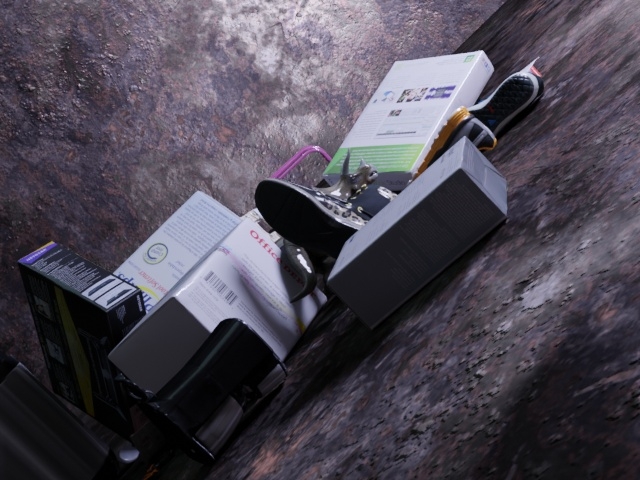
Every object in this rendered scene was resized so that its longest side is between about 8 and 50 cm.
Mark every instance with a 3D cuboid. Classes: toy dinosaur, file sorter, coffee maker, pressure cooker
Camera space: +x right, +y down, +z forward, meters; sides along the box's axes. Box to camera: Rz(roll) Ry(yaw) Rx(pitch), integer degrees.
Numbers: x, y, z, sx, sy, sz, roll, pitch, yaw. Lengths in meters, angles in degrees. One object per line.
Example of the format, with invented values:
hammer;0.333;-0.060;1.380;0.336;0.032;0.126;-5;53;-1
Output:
toy dinosaur;0.000;0.000;1.849;0.313;0.160;0.121;-47;7;-35
file sorter;-0.026;-0.104;2.574;0.202;0.182;0.290;-43;6;2
coffee maker;-0.155;0.192;1.533;0.120;0.171;0.178;12;53;47
pressure cooker;-0.627;0.397;2.012;0.370;0.420;0.375;-38;9;37

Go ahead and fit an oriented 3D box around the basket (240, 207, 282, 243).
basket;-0.152;0.033;2.444;0.103;0.113;0.167;-29;-34;-40

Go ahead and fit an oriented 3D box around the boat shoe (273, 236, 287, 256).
boat shoe;-0.055;0.037;2.259;0.103;0.092;0.285;-25;-8;-34

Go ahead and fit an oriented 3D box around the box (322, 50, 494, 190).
box;0.169;-0.228;2.135;0.232;0.058;0.322;2;50;47

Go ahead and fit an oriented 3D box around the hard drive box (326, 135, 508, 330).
hard drive box;0.130;-0.013;1.450;0.232;0.089;0.181;-41;7;19

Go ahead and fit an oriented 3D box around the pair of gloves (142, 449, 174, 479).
pair of gloves;-0.270;0.373;1.786;0.074;0.010;0.083;-41;4;36

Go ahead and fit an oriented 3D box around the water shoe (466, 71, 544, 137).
water shoe;0.293;-0.207;1.863;0.203;0.073;0.080;-35;-12;31

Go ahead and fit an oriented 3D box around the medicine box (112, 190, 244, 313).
medicine box;-0.235;0.107;2.077;0.289;0.149;0.263;-46;-37;-14

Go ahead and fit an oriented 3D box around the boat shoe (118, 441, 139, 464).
boat shoe;-0.360;0.403;2.079;0.100;0.035;0.035;-89;18;-76

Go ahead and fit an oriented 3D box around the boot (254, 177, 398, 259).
boot;0.026;-0.047;1.760;0.085;0.236;0.178;-67;-10;28

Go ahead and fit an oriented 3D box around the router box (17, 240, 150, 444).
router box;-0.393;0.181;1.927;0.081;0.243;0.308;-36;-45;-37

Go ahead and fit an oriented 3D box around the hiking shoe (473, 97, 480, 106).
hiking shoe;0.194;-0.231;2.254;0.304;0.132;0.113;-37;9;46

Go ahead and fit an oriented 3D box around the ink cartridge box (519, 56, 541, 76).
ink cartridge box;0.364;-0.282;1.999;0.063;0.029;0.115;-38;8;45

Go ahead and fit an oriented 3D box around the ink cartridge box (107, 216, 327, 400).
ink cartridge box;-0.159;0.137;1.781;0.197;0.198;0.270;-40;6;35

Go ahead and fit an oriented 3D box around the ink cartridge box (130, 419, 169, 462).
ink cartridge box;-0.261;0.284;1.897;0.179;0.045;0.145;-44;-22;-19

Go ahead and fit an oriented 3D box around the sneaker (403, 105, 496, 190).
sneaker;0.191;-0.099;1.701;0.214;0.083;0.084;-61;-7;29
